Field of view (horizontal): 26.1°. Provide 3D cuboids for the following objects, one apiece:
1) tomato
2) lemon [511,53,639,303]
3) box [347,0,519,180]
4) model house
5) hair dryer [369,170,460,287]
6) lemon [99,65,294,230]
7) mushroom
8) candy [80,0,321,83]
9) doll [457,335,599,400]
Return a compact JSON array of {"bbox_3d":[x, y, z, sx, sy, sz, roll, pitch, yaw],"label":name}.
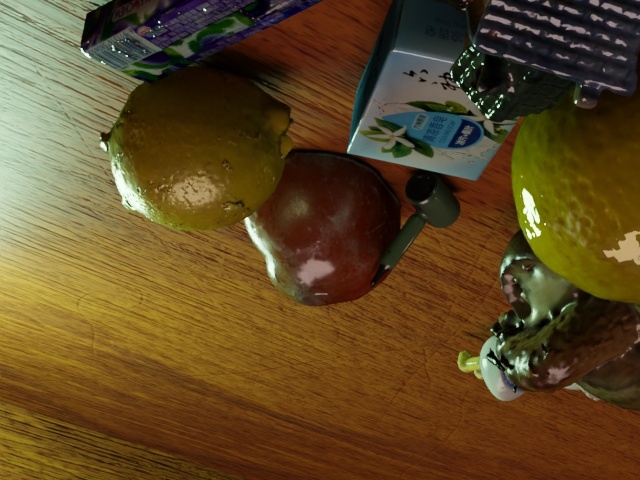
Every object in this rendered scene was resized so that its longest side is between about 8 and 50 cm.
[{"bbox_3d":[0.000,0.000,1.670,0.181,0.155,0.214,-10,150,31],"label":"tomato"},{"bbox_3d":[0.312,-0.067,1.241,0.284,0.260,0.260,-15,153,10],"label":"lemon"},{"bbox_3d":[0.118,-0.149,1.340,0.143,0.083,0.232,12,159,-5],"label":"box"},{"bbox_3d":[0.174,-0.182,1.118,0.166,0.172,0.183,12,159,-11],"label":"model house"},{"bbox_3d":[0.100,-0.007,1.626,0.047,0.150,0.071,34,175,39],"label":"hair dryer"},{"bbox_3d":[-0.124,-0.098,1.443,0.206,0.173,0.173,-13,152,17],"label":"lemon"},{"bbox_3d":[0.330,0.081,1.632,0.283,0.195,0.263,-25,105,24],"label":"mushroom"},{"bbox_3d":[-0.102,-0.220,1.276,0.088,0.061,0.312,24,154,-37],"label":"candy"},{"bbox_3d":[0.335,0.177,2.037,0.138,0.119,0.293,17,164,-41],"label":"doll"}]
